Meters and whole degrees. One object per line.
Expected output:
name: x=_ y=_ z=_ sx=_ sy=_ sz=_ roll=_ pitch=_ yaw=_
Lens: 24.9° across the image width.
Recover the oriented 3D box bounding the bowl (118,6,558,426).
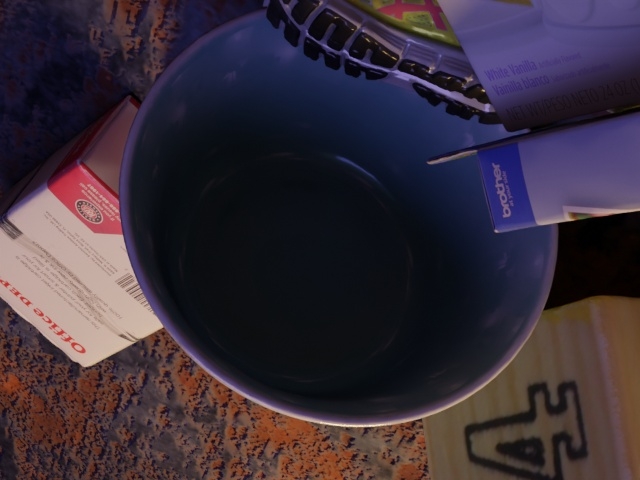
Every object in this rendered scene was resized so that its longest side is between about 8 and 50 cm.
bowl: x=0.000 y=0.000 z=1.062 sx=0.312 sy=0.311 sz=0.163 roll=32 pitch=156 yaw=-2

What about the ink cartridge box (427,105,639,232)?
ink cartridge box: x=0.228 y=-0.059 z=0.842 sx=0.311 sy=0.186 sz=0.065 roll=-6 pitch=97 yaw=55

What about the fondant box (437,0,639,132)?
fondant box: x=0.148 y=-0.239 z=0.822 sx=0.238 sy=0.096 sz=0.330 roll=-11 pitch=119 yaw=40

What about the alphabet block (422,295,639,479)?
alphabet block: x=0.209 y=0.159 z=1.103 sx=0.192 sy=0.197 sz=0.193 roll=8 pitch=160 yaw=-44

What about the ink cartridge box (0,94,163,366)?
ink cartridge box: x=-0.194 y=0.000 z=1.315 sx=0.172 sy=0.100 sz=0.237 roll=44 pitch=139 yaw=-16

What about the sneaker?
sneaker: x=0.054 y=-0.159 z=0.994 sx=0.209 sy=0.094 sz=0.081 roll=24 pitch=165 yaw=-8

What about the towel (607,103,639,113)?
towel: x=0.245 y=-0.124 z=0.963 sx=0.110 sy=0.027 sz=0.148 roll=18 pitch=140 yaw=13
